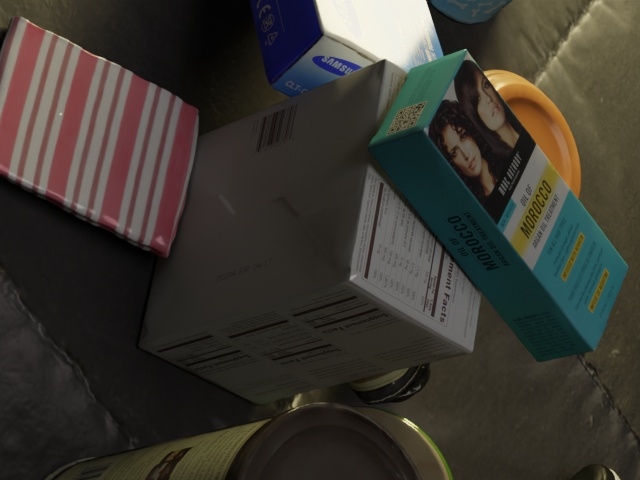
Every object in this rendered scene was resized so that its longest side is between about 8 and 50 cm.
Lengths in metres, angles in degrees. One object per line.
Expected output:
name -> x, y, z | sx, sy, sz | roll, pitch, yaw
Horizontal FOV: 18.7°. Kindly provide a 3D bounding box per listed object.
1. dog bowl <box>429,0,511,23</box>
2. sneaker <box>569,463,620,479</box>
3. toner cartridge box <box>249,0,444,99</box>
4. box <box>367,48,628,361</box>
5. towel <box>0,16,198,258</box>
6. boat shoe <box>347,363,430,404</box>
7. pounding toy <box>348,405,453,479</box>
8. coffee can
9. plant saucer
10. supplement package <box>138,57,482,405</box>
dog bowl -> 0.146, -0.376, 2.008 | 0.166, 0.074, 0.297 | -14, 88, -46
sneaker -> 0.212, 0.260, 1.869 | 0.121, 0.079, 0.217 | 56, 48, -18
toner cartridge box -> 0.009, -0.248, 1.740 | 0.165, 0.075, 0.348 | 24, 38, -36
box -> 0.144, -0.025, 1.530 | 0.244, 0.060, 0.100 | 50, 47, -25
towel -> -0.193, -0.084, 1.617 | 0.197, 0.029, 0.144 | 27, 59, -29
boat shoe -> 0.066, 0.107, 1.723 | 0.223, 0.080, 0.073 | -77, 149, -75
pounding toy -> 0.044, 0.266, 1.668 | 0.110, 0.182, 0.237 | 33, 52, -65
coffee can -> -0.077, 0.242, 1.454 | 0.201, 0.275, 0.202 | 15, 67, -40
plant saucer -> 0.205, -0.082, 2.000 | 0.200, 0.037, 0.200 | 15, 68, -41
supplement package -> 0.000, 0.000, 1.613 | 0.145, 0.262, 0.204 | 30, 58, -34
